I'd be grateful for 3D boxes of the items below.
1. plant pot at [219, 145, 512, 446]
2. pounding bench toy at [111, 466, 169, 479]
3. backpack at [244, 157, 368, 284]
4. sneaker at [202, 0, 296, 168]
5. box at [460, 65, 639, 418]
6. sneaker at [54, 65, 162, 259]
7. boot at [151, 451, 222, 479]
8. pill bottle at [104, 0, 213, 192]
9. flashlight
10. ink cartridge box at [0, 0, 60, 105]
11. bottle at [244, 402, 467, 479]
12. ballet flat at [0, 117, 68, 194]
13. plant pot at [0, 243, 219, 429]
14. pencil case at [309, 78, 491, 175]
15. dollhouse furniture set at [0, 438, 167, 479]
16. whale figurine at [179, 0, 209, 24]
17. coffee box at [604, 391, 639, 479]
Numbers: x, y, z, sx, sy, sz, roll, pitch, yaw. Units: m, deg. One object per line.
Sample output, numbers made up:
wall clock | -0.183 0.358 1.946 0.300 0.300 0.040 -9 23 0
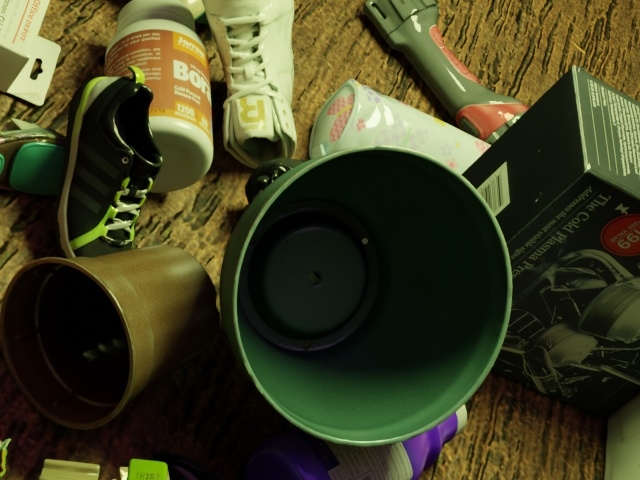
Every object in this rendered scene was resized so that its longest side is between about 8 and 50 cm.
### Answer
plant pot | 0.020 0.045 1.524 0.293 0.196 0.293 -2 96 -21
pounding bench toy | -0.173 0.263 1.385 0.052 0.065 0.083 9 52 -35
backpack | 0.000 0.000 1.707 0.152 0.115 0.182 -8 64 -28
sneaker | -0.074 -0.203 1.714 0.108 0.292 0.169 -8 57 5
box | 0.324 0.015 1.786 0.312 0.343 0.179 23 44 -22
sneaker | -0.212 -0.063 1.533 0.084 0.097 0.234 1 88 -52
boot | -0.124 0.272 1.438 0.121 0.045 0.099 34 45 -14
pill bottle | -0.185 -0.171 1.689 0.121 0.121 0.216 17 48 -28
flashlight | 0.193 -0.234 2.072 0.304 0.103 0.103 55 15 13
ink cartridge box | -0.371 -0.243 1.635 0.198 0.067 0.115 27 43 -20
bottle | 0.048 0.224 1.579 0.283 0.092 0.118 -21 77 -47
ballet flat | -0.336 -0.090 1.546 0.221 0.077 0.079 -5 42 -41
plant pot | -0.194 0.081 1.456 0.167 0.167 0.165 55 34 11
pencil case | 0.120 -0.099 1.890 0.273 0.113 0.124 25 88 -23
dollhouse furniture set | -0.286 0.271 1.239 0.302 0.151 0.197 7 15 -6
whale figurine | -0.191 -0.339 1.841 0.272 0.141 0.216 -9 60 -16
coffee box | 0.583 0.241 1.818 0.334 0.337 0.338 32 42 -16
